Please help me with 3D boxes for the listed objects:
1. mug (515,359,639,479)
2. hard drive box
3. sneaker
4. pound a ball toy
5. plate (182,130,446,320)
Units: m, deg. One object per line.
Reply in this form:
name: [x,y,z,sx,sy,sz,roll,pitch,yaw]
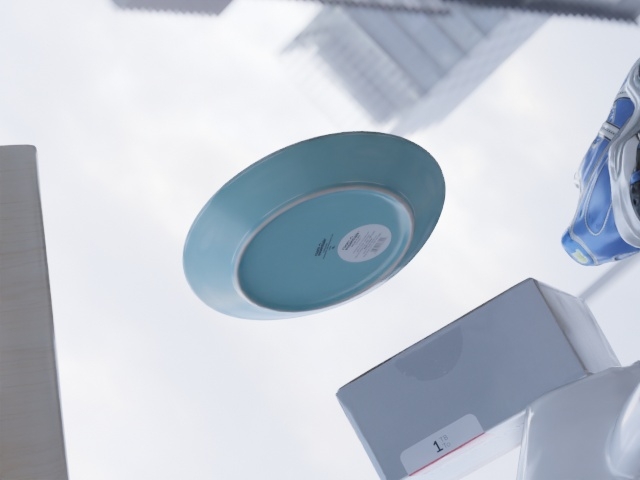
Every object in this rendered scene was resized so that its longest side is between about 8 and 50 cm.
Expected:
mug: [0.281,0.167,1.046,0.328,0.374,0.276,6,-130,6]
hard drive box: [0.137,0.118,1.429,0.089,0.181,0.232,62,-166,14]
sneaker: [0.207,-0.061,1.160,0.080,0.081,0.211,47,-142,-12]
pound a ball toy: [-0.225,0.121,0.851,0.136,0.208,0.319,180,85,-79]
plate: [0.000,0.000,1.182,0.188,0.188,0.024,23,-146,-44]
